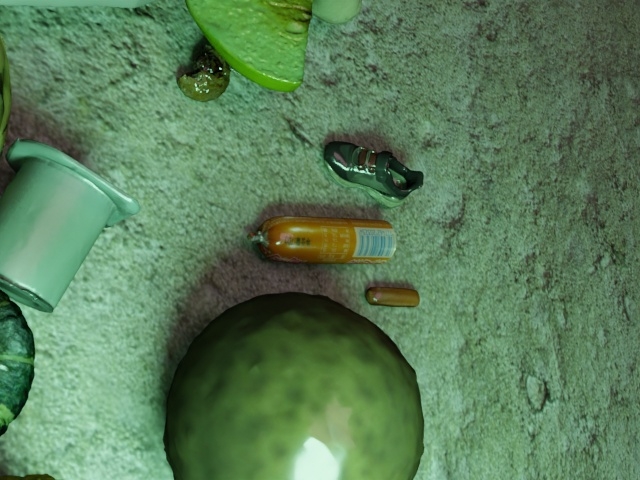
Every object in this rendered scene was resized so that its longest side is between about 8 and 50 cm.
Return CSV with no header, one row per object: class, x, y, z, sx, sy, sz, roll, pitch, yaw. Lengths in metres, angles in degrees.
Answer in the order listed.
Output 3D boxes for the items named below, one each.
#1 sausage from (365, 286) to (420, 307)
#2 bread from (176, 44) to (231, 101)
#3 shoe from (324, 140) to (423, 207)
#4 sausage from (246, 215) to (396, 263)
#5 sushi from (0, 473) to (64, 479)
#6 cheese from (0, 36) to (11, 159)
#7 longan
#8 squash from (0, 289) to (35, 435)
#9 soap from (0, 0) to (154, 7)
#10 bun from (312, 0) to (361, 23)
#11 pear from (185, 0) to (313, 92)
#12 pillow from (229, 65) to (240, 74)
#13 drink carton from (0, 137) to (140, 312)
sausage,0.147,0.116,1.467,0.131,0.041,0.039,8,76,-36
bread,-0.206,-0.304,1.317,0.082,0.060,0.113,36,56,-21
shoe,0.116,-0.150,1.482,0.228,0.112,0.099,27,62,-30
sausage,0.000,0.000,1.360,0.312,0.093,0.093,1,75,-37
sushi,-0.462,0.437,0.766,0.397,0.240,0.351,10,71,-39
cheese,-0.550,-0.199,0.984,0.260,0.128,0.315,-14,76,-35
longan,-0.037,0.270,1.073,0.391,0.391,0.391,12,69,-34
squash,-0.488,0.159,0.886,0.252,0.165,0.252,8,69,-21
soap,-0.402,-0.527,1.083,0.435,0.213,0.350,-15,61,-41
bun,-0.002,-0.588,1.484,0.273,0.168,0.272,-14,90,-77
pear,-0.142,-0.400,1.314,0.239,0.139,0.288,17,62,-22
pillow,-0.119,-0.409,1.433,0.130,0.033,0.217,23,64,-25
drink carton,-0.402,-0.012,1.016,0.191,0.185,0.189,36,68,-25
